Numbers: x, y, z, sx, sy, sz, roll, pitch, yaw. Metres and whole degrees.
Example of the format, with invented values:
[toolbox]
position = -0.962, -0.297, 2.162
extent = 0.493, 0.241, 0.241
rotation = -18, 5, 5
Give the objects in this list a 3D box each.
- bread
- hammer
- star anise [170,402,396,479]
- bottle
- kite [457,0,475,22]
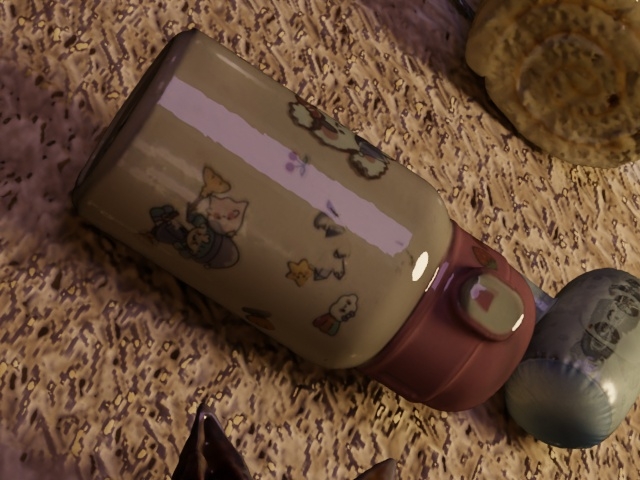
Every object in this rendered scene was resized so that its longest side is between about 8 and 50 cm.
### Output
[bread]
position = 0.179, -0.143, 1.055
extent = 0.148, 0.134, 0.141
rotation = 38, 43, -13
[hammer]
position = 0.098, 0.027, 0.918
extent = 0.194, 0.069, 0.116
rotation = 38, 42, 5
[star anise]
position = -0.013, 0.176, 0.692
extent = 0.262, 0.081, 0.230
rotation = -4, 59, -27
[bottle]
position = 0.000, 0.000, 0.823
extent = 0.233, 0.110, 0.110
rotation = 33, 43, -11
[kite]
position = 0.075, -0.180, 1.102
extent = 0.139, 0.011, 0.156
rotation = -27, 75, -43
